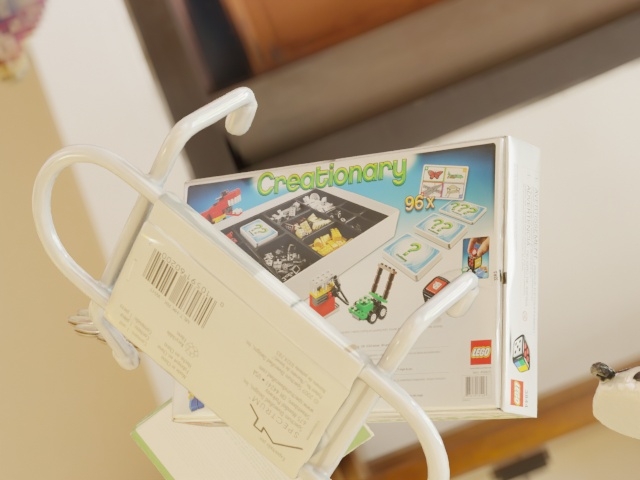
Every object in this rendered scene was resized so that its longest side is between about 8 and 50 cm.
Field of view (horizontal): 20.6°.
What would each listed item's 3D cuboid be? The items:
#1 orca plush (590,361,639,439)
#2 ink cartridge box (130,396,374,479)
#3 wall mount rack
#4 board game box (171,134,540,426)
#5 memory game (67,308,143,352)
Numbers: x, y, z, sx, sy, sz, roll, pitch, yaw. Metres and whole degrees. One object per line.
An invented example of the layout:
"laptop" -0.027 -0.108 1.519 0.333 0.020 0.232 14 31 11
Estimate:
"orca plush" 0.413 0.163 2.114 0.102 0.151 0.287 -46 164 -17
"ink cartridge box" -0.075 0.215 2.006 0.235 0.171 0.056 -37 -177 15
"wall mount rack" -0.048 0.076 1.215 0.130 0.350 0.304 -35 160 -48
"board game box" 0.020 0.037 1.297 0.305 0.193 0.053 -6 167 38
"memory game" -0.216 0.108 2.140 0.186 0.012 0.186 7 -169 -1
